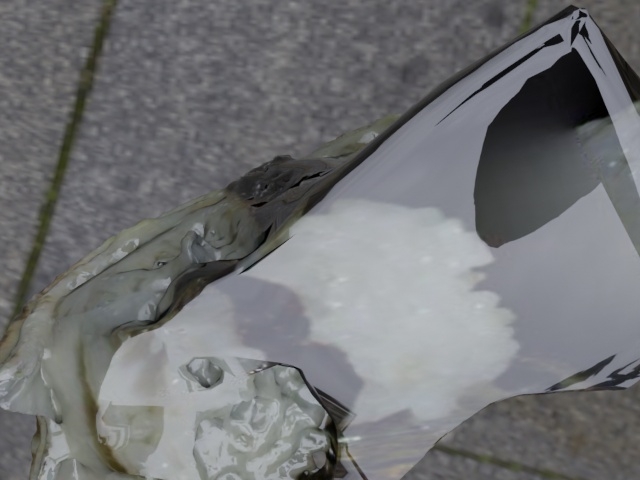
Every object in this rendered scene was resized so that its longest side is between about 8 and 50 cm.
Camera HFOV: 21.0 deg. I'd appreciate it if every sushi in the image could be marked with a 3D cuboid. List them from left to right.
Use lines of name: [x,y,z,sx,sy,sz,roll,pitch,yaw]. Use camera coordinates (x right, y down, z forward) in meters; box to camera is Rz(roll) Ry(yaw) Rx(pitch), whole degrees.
sushi: [0.000,0.018,0.599,0.273,0.109,0.134,-32,119,8]
